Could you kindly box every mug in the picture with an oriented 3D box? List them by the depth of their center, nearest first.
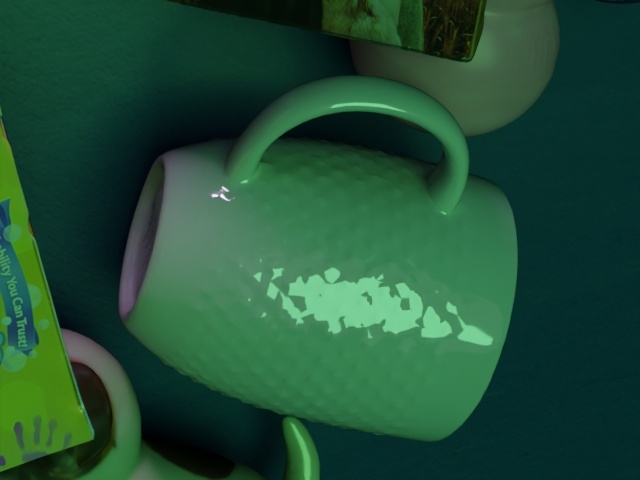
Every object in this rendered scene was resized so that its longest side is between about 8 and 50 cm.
[{"bbox_3d":[0.000,0.000,1.228,0.328,0.276,0.374,13,130,-17],"label":"mug"}]

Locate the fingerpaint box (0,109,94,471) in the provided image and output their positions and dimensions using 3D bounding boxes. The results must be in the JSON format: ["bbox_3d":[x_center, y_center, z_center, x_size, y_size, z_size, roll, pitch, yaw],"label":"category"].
[{"bbox_3d":[-0.339,-0.085,1.021,0.163,0.371,0.445,-17,117,-15],"label":"fingerpaint box"}]

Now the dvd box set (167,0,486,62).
[{"bbox_3d":[0.008,-0.353,1.001,0.307,0.062,0.420,13,133,6],"label":"dvd box set"}]

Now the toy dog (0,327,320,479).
[{"bbox_3d":[-0.208,0.268,1.277,0.395,0.284,0.408,-39,118,-3],"label":"toy dog"}]

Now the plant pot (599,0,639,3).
[{"bbox_3d":[0.348,-0.375,1.269,0.236,0.212,0.236,-42,120,0],"label":"plant pot"}]

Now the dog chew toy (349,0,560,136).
[{"bbox_3d":[0.148,-0.266,1.212,0.206,0.206,0.332,0,126,-22],"label":"dog chew toy"}]
